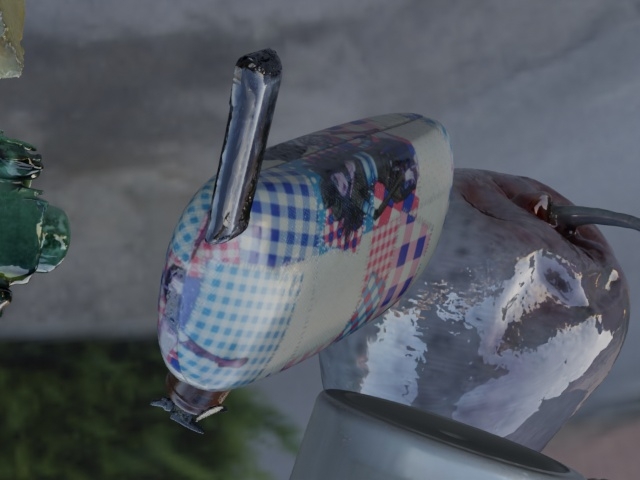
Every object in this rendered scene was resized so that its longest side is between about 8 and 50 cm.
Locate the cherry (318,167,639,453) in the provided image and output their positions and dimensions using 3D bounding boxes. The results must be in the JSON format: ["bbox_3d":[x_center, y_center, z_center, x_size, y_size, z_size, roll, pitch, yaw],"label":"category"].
[{"bbox_3d":[0.140,0.083,1.665,0.291,0.335,0.326,31,171,14],"label":"cherry"}]

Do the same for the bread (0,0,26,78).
[{"bbox_3d":[-0.373,-0.247,1.774,0.169,0.160,0.140,-4,133,14],"label":"bread"}]

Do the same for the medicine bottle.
[{"bbox_3d":[0.074,0.262,1.395,0.237,0.232,0.238,19,-178,-1],"label":"medicine bottle"}]

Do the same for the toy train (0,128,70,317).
[{"bbox_3d":[-0.370,-0.041,1.253,0.368,0.150,0.237,11,-172,-39],"label":"toy train"}]

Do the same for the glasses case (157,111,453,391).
[{"bbox_3d":[0.000,0.000,1.057,0.076,0.125,0.327,17,-161,23],"label":"glasses case"}]

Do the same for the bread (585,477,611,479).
[{"bbox_3d":[0.280,0.341,1.824,0.327,0.114,0.295,8,-165,5],"label":"bread"}]

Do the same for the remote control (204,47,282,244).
[{"bbox_3d":[-0.035,-0.044,0.830,0.014,0.096,0.039,20,-159,18],"label":"remote control"}]

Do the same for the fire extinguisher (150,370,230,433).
[{"bbox_3d":[-0.070,0.081,1.267,0.062,0.050,0.177,10,132,-29],"label":"fire extinguisher"}]
